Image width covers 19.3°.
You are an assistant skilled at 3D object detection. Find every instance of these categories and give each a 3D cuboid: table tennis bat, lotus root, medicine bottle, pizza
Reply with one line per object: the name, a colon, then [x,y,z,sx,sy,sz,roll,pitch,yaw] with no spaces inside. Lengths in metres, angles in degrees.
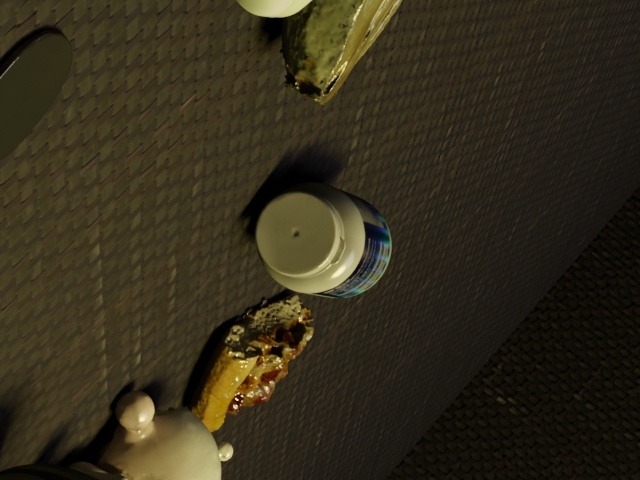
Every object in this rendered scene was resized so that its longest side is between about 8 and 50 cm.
table tennis bat: [-0.207,-0.066,1.181,0.156,0.013,0.087,-52,167,-4]
lotus root: [0.009,-0.181,1.487,0.144,0.070,0.143,-59,171,11]
medicine bottle: [0.000,0.000,1.826,0.107,0.107,0.191,-54,166,5]
pizza: [-0.061,0.126,2.023,0.194,0.069,0.154,-38,160,-41]

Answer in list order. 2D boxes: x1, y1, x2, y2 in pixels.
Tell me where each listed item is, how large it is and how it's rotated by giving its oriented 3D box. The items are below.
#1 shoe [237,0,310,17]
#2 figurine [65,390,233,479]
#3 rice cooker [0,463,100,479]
shoe: [-0.054,-0.219,1.154,0.110,0.095,0.265,-38,156,-28]
figurine: [-0.176,0.237,1.821,0.144,0.182,0.256,-11,-162,30]
rice cooker: [-0.260,0.347,1.526,0.277,0.288,0.288,-36,159,-46]
